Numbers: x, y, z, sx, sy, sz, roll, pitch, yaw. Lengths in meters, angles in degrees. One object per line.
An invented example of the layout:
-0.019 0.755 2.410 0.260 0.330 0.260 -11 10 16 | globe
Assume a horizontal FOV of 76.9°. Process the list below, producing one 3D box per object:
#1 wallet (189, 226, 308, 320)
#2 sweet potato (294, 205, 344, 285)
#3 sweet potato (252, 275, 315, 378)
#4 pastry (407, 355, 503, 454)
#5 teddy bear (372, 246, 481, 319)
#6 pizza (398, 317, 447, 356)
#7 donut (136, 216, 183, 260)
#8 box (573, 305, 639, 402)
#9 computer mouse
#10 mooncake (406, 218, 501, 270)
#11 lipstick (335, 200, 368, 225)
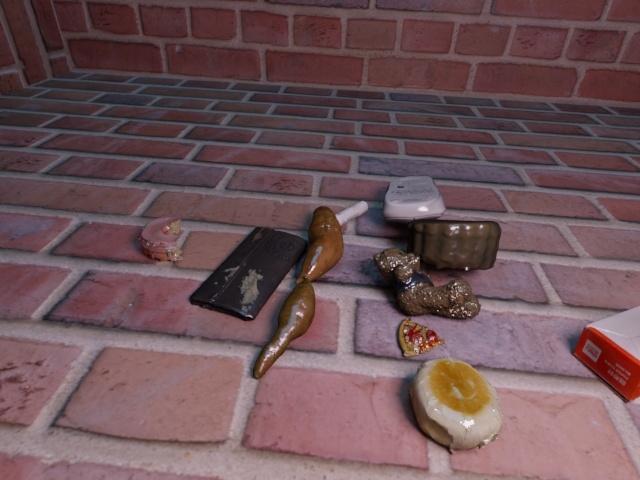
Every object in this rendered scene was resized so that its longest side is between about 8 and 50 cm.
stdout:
-0.166 0.067 1.011 0.170 0.044 0.321 16 36 15 | wallet
0.013 0.000 1.081 0.106 0.095 0.355 -9 32 15 | sweet potato
-0.058 0.171 0.839 0.074 0.075 0.269 14 44 16 | sweet potato
0.232 0.277 0.691 0.165 0.088 0.166 3 37 -2 | pastry
0.223 0.107 0.916 0.251 0.182 0.129 35 81 37 | teddy bear
0.201 0.196 0.859 0.100 0.029 0.099 -9 35 -17 | pizza
-0.428 -0.003 1.079 0.116 0.065 0.166 -3 33 -11 | donut
0.627 0.219 0.796 0.182 0.099 0.133 -12 34 -18 | box
0.275 -0.107 1.221 0.184 0.121 0.297 -3 26 7 | computer mouse
0.329 0.008 1.014 0.228 0.125 0.228 1 6 0 | mooncake
0.091 -0.083 1.256 0.040 0.040 0.141 29 43 34 | lipstick
